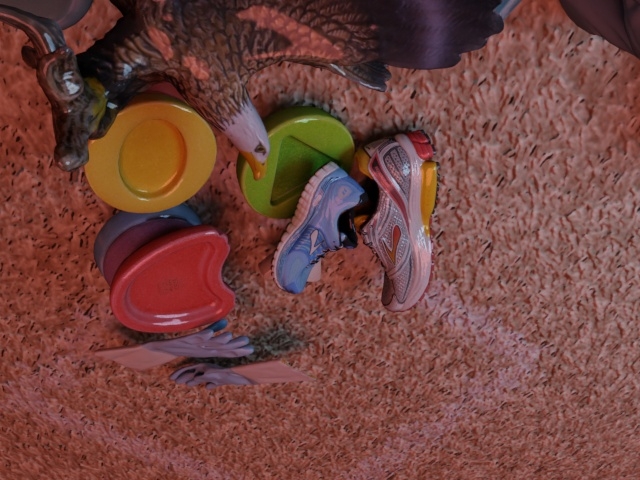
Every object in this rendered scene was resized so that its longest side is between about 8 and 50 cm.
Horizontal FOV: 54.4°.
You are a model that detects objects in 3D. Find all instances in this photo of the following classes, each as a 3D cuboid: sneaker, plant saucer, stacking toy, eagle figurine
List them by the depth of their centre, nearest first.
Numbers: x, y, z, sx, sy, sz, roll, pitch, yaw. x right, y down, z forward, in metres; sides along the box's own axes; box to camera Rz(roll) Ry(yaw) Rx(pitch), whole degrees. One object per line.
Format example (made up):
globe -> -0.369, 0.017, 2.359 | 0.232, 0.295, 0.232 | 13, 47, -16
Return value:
eagle figurine -> -0.057, -0.152, 0.463 | 0.298, 0.226, 0.225 | -29, 153, -10
plant saucer -> -0.268, -0.239, 0.564 | 0.119, 0.021, 0.119 | -4, 136, -4
sneaker -> 0.000, 0.000, 0.663 | 0.073, 0.063, 0.162 | 31, 123, 10
stacking toy -> -0.123, -0.055, 0.700 | 0.279, 0.130, 0.309 | -11, 135, -25
sneaker -> 0.077, -0.016, 0.710 | 0.092, 0.088, 0.225 | -8, 119, -6

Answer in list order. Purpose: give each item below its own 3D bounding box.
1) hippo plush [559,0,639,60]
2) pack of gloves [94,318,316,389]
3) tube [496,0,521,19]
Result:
hippo plush -> 0.305, -0.242, 0.431 | 0.236, 0.294, 0.234 | -39, 141, 17
pack of gloves -> -0.151, 0.152, 0.844 | 0.232, 0.046, 0.195 | -13, 148, 32
tube -> 0.098, -0.259, 0.550 | 0.207, 0.052, 0.080 | 25, 134, -26
